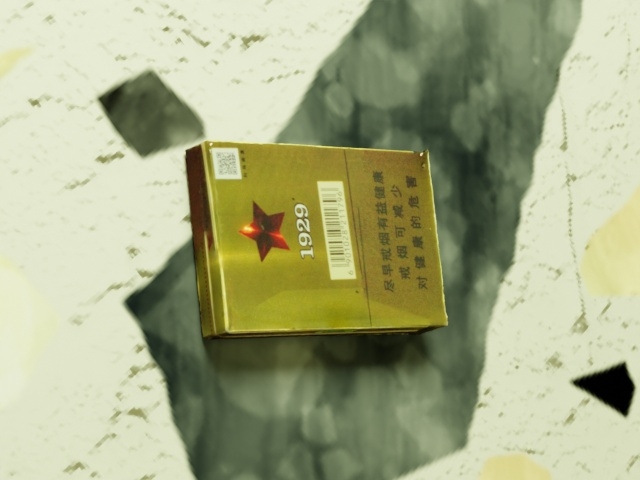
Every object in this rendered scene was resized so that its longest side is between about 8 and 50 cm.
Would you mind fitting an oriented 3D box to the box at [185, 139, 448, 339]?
[{"bbox_3d":[0.000,0.000,0.940,0.133,0.023,0.090,0,77,-37],"label":"box"}]
